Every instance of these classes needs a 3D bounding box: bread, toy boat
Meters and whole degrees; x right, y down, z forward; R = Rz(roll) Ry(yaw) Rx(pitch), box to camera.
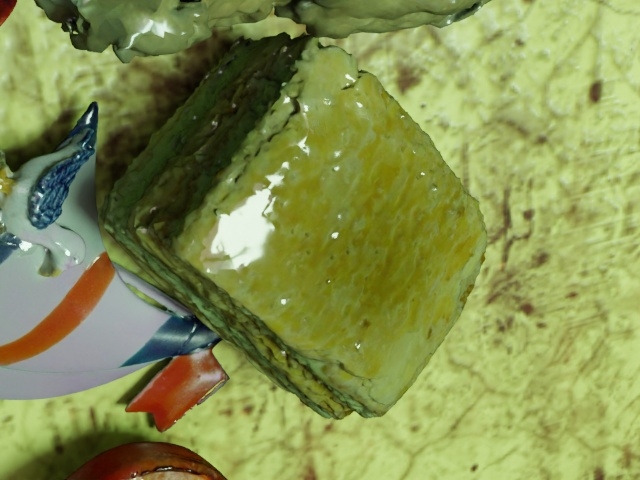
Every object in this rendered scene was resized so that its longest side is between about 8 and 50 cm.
[{"bbox_3d":[0.000,0.000,0.577,0.138,0.102,0.196,-51,125,-13],"label":"bread"},{"bbox_3d":[-0.188,0.019,0.558,0.219,0.072,0.318,-32,131,-8],"label":"toy boat"}]

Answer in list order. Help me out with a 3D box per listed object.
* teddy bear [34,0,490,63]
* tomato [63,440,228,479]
[{"bbox_3d":[-0.011,-0.155,0.445,0.256,0.267,0.156,-13,95,-37],"label":"teddy bear"},{"bbox_3d":[-0.116,0.181,0.650,0.155,0.069,0.156,-11,117,-21],"label":"tomato"}]
